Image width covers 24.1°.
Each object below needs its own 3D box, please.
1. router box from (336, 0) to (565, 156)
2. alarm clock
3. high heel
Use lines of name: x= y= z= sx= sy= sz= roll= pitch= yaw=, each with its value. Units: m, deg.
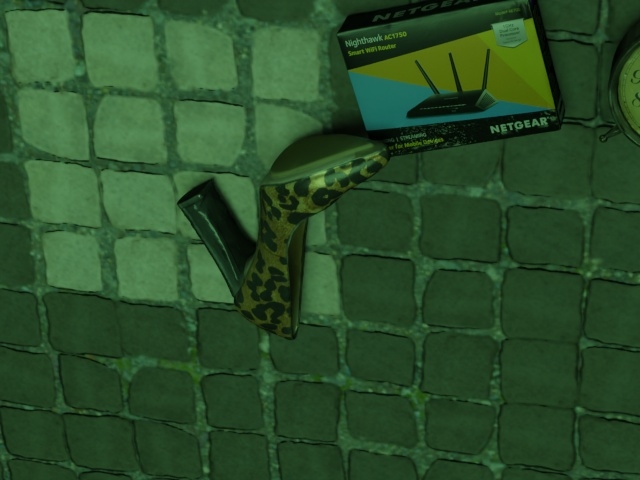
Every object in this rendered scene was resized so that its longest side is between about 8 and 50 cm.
router box: x=0.119 y=-0.152 z=1.359 sx=0.179 sy=0.046 sz=0.133 roll=-9 pitch=118 yaw=21
alarm clock: x=0.321 y=-0.154 z=1.290 sx=0.129 sy=0.064 sz=0.192 roll=18 pitch=127 yaw=4
high heel: x=0.000 y=0.000 z=1.456 sx=0.261 sy=0.093 sz=0.186 roll=-17 pitch=113 yaw=39
